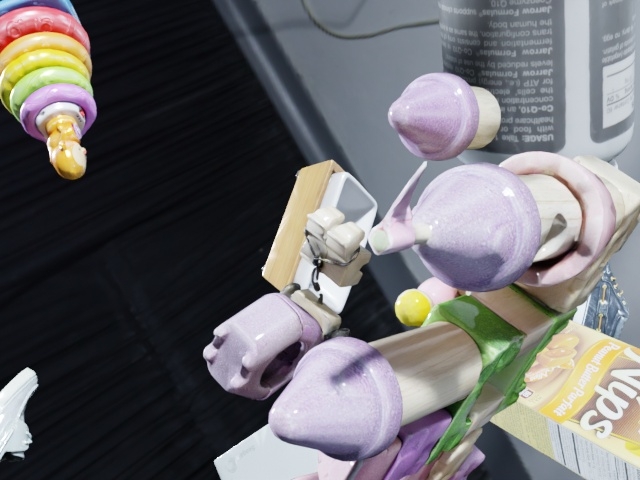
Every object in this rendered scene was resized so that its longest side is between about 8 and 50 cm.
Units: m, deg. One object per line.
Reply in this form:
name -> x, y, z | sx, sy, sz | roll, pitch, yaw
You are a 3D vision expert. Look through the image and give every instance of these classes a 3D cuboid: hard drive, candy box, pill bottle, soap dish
hard drive -> -0.018, 0.408, 1.177 | 0.203, 0.040, 0.307 | -39, 68, 27
candy box -> 0.377, 0.221, 1.109 | 0.316, 0.183, 0.087 | 24, 137, 56
pill bottle -> 0.235, -0.191, 0.907 | 0.204, 0.204, 0.361 | 13, 122, 38
soap dish -> 0.000, 0.000, 1.756 | 0.118, 0.229, 0.290 | 15, 79, 28

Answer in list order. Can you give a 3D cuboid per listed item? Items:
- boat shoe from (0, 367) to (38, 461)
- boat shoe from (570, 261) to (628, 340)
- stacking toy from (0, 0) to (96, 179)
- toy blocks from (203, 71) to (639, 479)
boat shoe -> -0.458, 0.291, 1.183 | 0.081, 0.227, 0.079 | 32, 145, -7
boat shoe -> 0.476, 0.082, 1.389 | 0.083, 0.065, 0.183 | 16, 83, 11
stacking toy -> -0.388, -0.204, 1.199 | 0.175, 0.166, 0.301 | 80, 164, -57
toy blocks -> 0.041, 0.068, 0.440 | 0.309, 0.260, 0.288 | 40, 118, 28
